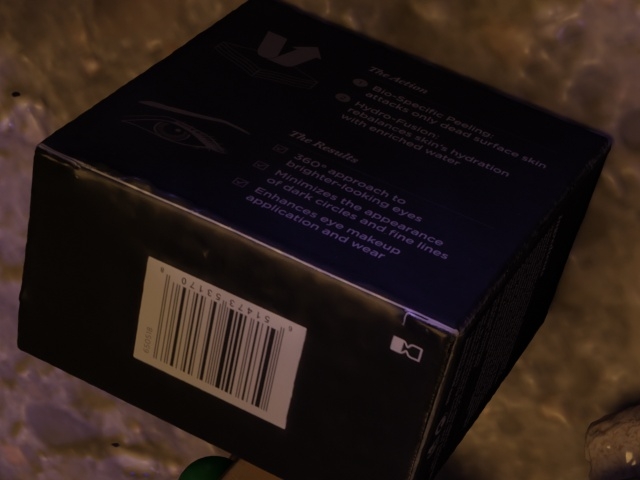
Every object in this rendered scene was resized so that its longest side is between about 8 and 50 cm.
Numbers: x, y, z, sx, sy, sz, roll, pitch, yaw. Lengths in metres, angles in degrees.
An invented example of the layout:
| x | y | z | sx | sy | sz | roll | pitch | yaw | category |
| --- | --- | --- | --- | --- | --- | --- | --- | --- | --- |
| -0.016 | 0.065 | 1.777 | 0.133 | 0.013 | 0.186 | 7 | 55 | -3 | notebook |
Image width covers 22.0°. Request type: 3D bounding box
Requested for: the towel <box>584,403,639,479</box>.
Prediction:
| x | y | z | sx | sy | sz | roll | pitch | yaw | category |
| --- | --- | --- | --- | --- | --- | --- | --- | --- | --- |
| 0.236 | 0.167 | 0.633 | 0.187 | 0.049 | 0.282 | -22 | 105 | 36 | towel |

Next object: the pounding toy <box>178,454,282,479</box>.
| x | y | z | sx | sy | sz | roll | pitch | yaw | category |
| --- | --- | --- | --- | --- | --- | --- | --- | --- | --- |
| -0.005 | 0.119 | 0.712 | 0.141 | 0.100 | 0.130 | 44 | 156 | 1 | pounding toy |

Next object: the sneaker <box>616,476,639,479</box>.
| x | y | z | sx | sy | sz | roll | pitch | yaw | category |
| --- | --- | --- | --- | --- | --- | --- | --- | --- | --- |
| 0.164 | 0.159 | 0.560 | 0.227 | 0.130 | 0.087 | 22 | 123 | 22 | sneaker |

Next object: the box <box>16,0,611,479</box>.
| x | y | z | sx | sy | sz | roll | pitch | yaw | category |
| --- | --- | --- | --- | --- | --- | --- | --- | --- | --- |
| 0.000 | 0.000 | 0.598 | 0.156 | 0.158 | 0.093 | 24 | 126 | 16 | box |
